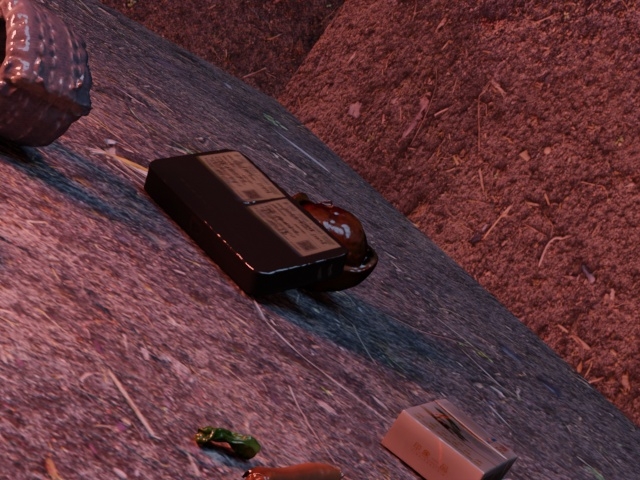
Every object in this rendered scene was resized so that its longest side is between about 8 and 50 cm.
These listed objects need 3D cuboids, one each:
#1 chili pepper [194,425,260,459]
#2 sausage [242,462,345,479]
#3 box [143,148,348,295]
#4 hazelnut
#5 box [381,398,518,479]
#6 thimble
[{"bbox_3d":[-0.105,0.223,1.444,0.091,0.030,0.034,24,40,-38],"label":"chili pepper"},{"bbox_3d":[-0.032,0.267,1.424,0.040,0.047,0.177,57,19,21],"label":"sausage"},{"bbox_3d":[-0.130,-0.038,2.203,0.211,0.058,0.350,-11,41,-40],"label":"box"},{"bbox_3d":[0.001,0.005,2.351,0.202,0.160,0.170,51,0,-34],"label":"hazelnut"},{"bbox_3d":[0.195,0.309,1.903,0.149,0.067,0.233,40,11,18],"label":"box"},{"bbox_3d":[-0.459,-0.257,1.946,0.172,0.205,0.236,27,13,-45],"label":"thimble"}]
